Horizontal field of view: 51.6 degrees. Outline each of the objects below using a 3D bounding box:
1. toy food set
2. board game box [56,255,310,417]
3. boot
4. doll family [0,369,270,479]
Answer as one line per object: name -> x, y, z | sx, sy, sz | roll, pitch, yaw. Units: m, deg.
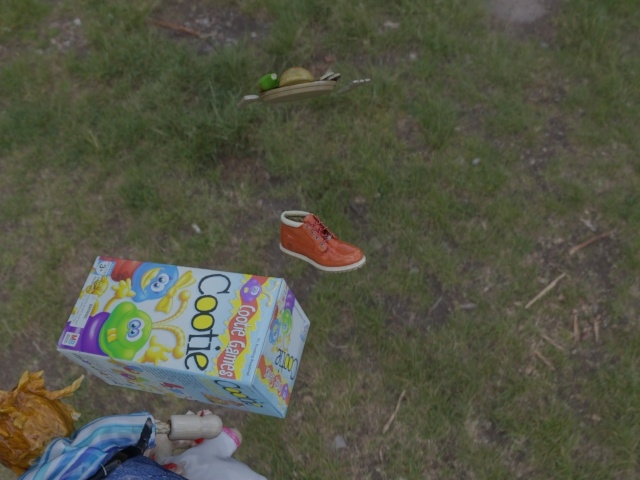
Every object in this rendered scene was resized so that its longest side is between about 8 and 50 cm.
toy food set -> -0.034, -0.240, 1.017 | 0.192, 0.132, 0.038 | -11, 97, -14
board game box -> -0.175, 0.126, 0.885 | 0.275, 0.144, 0.142 | 6, 61, 18
boot -> 0.000, 0.000, 1.076 | 0.158, 0.084, 0.059 | 15, 36, 24
doll family -> -0.104, 0.135, 0.274 | 0.163, 0.118, 0.263 | 29, 37, 19
